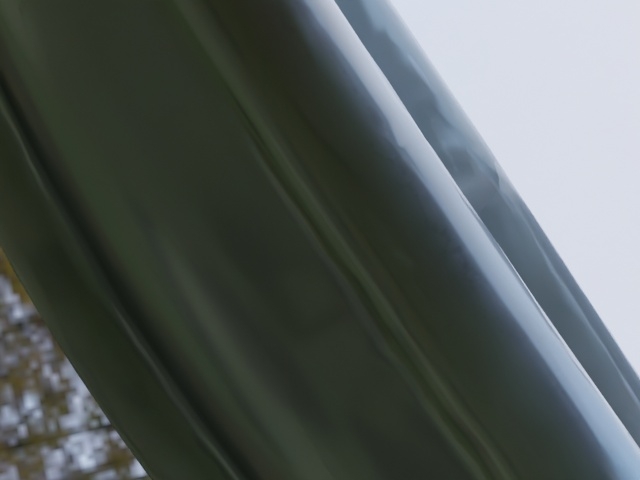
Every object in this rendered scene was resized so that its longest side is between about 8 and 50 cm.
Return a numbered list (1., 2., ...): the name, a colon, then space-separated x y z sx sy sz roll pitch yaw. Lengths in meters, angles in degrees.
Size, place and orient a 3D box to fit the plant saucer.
1. plant saucer: 0.000 0.000 0.506 0.100 0.400 0.400 -34 -119 6
